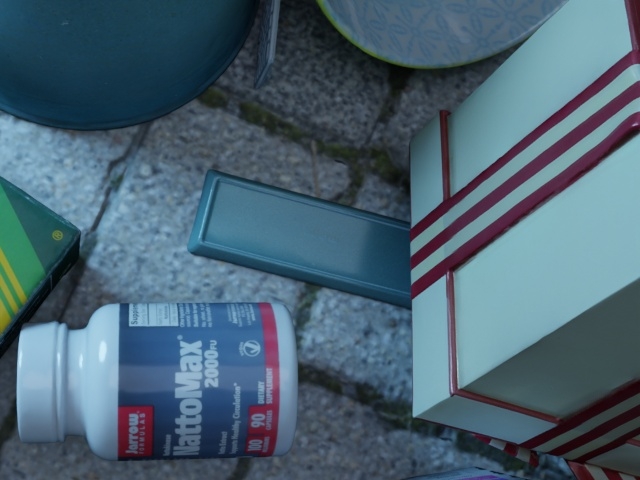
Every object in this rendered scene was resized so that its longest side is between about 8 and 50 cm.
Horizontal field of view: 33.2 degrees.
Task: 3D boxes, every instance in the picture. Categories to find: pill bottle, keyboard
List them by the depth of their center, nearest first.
[{"bbox_3d":[-0.111,0.096,0.734,0.180,0.108,0.107,0,82,-10],"label":"pill bottle"},{"bbox_3d":[-0.030,-0.246,0.819,0.014,0.072,0.255,6,80,-5],"label":"keyboard"}]

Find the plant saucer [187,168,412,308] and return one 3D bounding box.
[{"bbox_3d":[0.000,0.000,0.816,0.192,0.018,0.067,15,79,-9],"label":"plant saucer"}]

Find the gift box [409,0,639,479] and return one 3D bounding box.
[{"bbox_3d":[0.217,0.023,0.705,0.276,0.258,0.255,23,52,-21],"label":"gift box"}]

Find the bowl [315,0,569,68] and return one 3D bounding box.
[{"bbox_3d":[0.082,-0.289,0.787,0.290,0.289,0.156,-26,45,-13],"label":"bowl"}]

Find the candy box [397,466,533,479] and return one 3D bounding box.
[{"bbox_3d":[0.111,0.241,0.707,0.070,0.196,0.164,-7,83,-10],"label":"candy box"}]

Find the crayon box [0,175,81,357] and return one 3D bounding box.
[{"bbox_3d":[-0.351,-0.010,0.710,0.323,0.083,0.203,34,71,-3],"label":"crayon box"}]

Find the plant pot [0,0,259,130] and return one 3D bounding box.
[{"bbox_3d":[-0.158,-0.235,0.701,0.272,0.255,0.271,2,81,-10],"label":"plant pot"}]
